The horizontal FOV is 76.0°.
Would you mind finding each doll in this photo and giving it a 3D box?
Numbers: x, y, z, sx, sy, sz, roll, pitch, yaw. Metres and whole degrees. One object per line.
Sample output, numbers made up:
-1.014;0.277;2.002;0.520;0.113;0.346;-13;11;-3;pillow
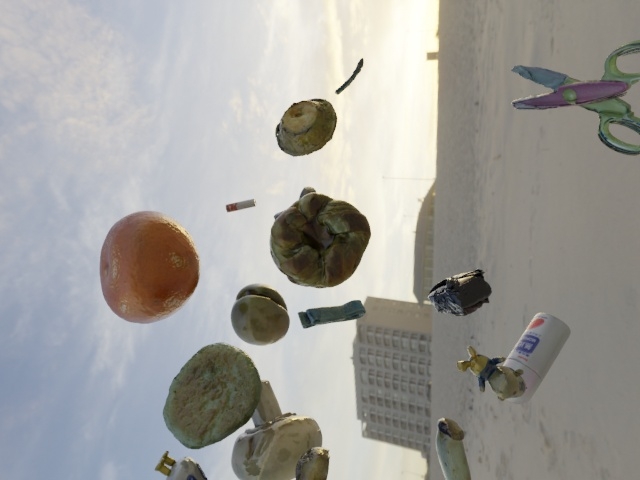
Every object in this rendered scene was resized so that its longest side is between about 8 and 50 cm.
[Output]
0.406;0.314;0.950;0.101;0.180;0.089;-63;12;14;doll
-0.335;0.704;1.152;0.119;0.293;0.138;-49;3;4;doll

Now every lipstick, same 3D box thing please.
-0.352;-0.155;1.815;0.038;0.131;0.038;-12;-90;-88;lipstick

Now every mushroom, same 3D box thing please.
-0.164;0.640;1.387;0.335;0.315;0.314;65;-168;18;mushroom
0.424;0.724;1.278;0.107;0.088;0.332;-56;-46;-89;mushroom
-0.116;-0.135;1.864;0.099;0.278;0.096;18;-143;-48;mushroom

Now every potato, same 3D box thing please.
-0.033;0.641;1.064;0.164;0.081;0.200;-63;-16;-89;potato

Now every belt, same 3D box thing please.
0.050;0.299;1.679;0.087;0.303;0.072;-54;49;49;belt

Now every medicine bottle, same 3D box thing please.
0.749;0.426;1.461;0.341;0.130;0.130;-47;-34;-17;medicine bottle

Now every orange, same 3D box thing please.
-0.639;0.098;1.552;0.327;0.424;0.423;3;-88;-39;orange

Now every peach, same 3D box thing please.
-0.272;0.341;1.858;0.292;0.248;0.292;-25;-90;-87;peach

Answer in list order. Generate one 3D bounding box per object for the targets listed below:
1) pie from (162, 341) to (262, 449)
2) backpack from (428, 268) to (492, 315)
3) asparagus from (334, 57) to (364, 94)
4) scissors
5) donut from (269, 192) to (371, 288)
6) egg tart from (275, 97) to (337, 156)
-0.320;0.463;1.236;0.070;0.324;0.323;73;-150;-48;pie
0.359;0.145;1.067;0.165;0.120;0.105;112;135;-70;backpack
0.114;-0.637;1.618;0.034;0.236;0.027;41;-119;-11;asparagus
0.322;-0.183;0.512;0.020;0.187;0.133;-32;-53;-17;scissors
0.000;0.000;1.465;0.170;0.361;0.359;128;153;-74;donut
-0.050;-0.361;1.266;0.090;0.213;0.212;47;-129;-60;egg tart
